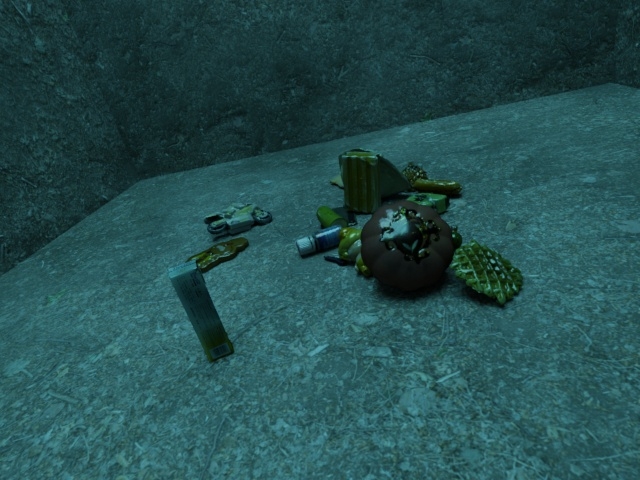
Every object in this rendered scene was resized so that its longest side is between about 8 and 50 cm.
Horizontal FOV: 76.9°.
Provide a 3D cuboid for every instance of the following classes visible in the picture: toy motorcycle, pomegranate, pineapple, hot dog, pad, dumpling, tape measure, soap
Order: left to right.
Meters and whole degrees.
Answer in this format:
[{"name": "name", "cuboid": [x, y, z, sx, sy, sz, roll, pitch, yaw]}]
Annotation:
[{"name": "toy motorcycle", "cuboid": [-0.438, -0.126, 2.121, 0.340, 0.108, 0.223, -16, 40, -19]}, {"name": "pad", "cuboid": [0.086, -0.115, 1.944, 0.174, 0.022, 0.233, -11, 26, 6]}, {"name": "soap", "cuboid": [0.193, -0.271, 1.889, 0.173, 0.274, 0.089, 8, 30, 24]}, {"name": "dumpling", "cuboid": [0.242, -0.337, 1.989, 0.394, 0.315, 0.233, 21, 74, 28]}, {"name": "pineapple", "cuboid": [0.466, -0.340, 2.066, 0.161, 0.137, 0.176, 7, 32, 37]}, {"name": "tape measure", "cuboid": [0.448, -0.157, 1.770, 0.154, 0.088, 0.177, -32, 29, -31]}, {"name": "hot dog", "cuboid": [0.547, -0.247, 1.916, 0.249, 0.076, 0.102, 12, 1, 41]}, {"name": "pomegranate", "cuboid": [0.479, -0.010, 1.462, 0.073, 0.085, 0.073, -11, 16, 3]}]

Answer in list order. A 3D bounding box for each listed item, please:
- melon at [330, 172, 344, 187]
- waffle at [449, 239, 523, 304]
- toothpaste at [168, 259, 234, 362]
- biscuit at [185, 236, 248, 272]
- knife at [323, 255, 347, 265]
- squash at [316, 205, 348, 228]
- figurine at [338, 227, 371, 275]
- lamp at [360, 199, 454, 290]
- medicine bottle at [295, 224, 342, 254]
[{"name": "melon", "cuboid": [0.133, -0.347, 2.351, 0.097, 0.054, 0.182, -28, 28, -14]}, {"name": "waffle", "cuboid": [0.503, 0.090, 1.221, 0.214, 0.054, 0.207, 36, 42, 23]}, {"name": "toothpaste", "cuboid": [-0.346, 0.211, 1.180, 0.089, 0.313, 0.071, -21, 26, -12]}, {"name": "biscuit", "cuboid": [-0.473, 0.057, 1.863, 0.295, 0.044, 0.186, -31, 33, -30]}, {"name": "knife", "cuboid": [0.056, 0.078, 1.581, 0.121, 0.018, 0.031, 11, 33, 44]}, {"name": "squash", "cuboid": [0.036, -0.097, 1.817, 0.095, 0.095, 0.188, -24, 37, -20]}, {"name": "figurine", "cuboid": [0.145, 0.038, 1.509, 0.156, 0.131, 0.246, -41, 38, 15]}, {"name": "lamp", "cuboid": [0.281, 0.022, 1.330, 0.305, 0.240, 0.306, -2, 68, 5]}, {"name": "medicine bottle", "cuboid": [0.000, 0.000, 1.690, 0.203, 0.084, 0.083, -20, 26, -8]}]
